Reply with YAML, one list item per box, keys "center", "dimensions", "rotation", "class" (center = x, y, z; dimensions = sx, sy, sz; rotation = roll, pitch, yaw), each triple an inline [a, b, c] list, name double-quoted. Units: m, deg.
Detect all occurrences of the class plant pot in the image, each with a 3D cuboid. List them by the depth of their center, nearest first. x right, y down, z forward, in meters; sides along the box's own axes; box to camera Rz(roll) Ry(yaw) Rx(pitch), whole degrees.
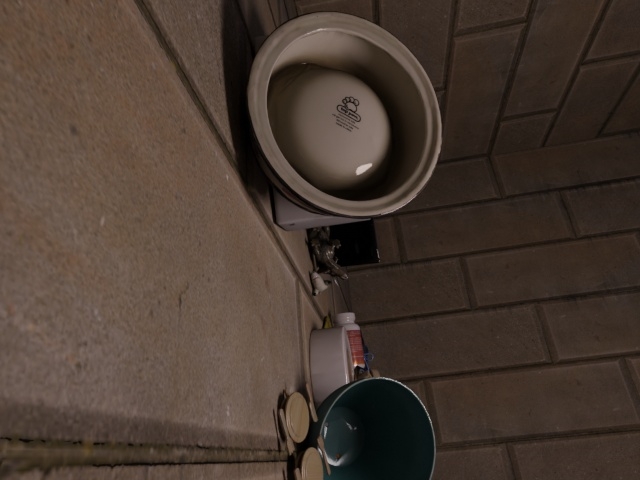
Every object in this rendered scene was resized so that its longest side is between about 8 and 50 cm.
- center: [0.086, 0.462, 1.023]
  dimensions: [0.195, 0.290, 0.290]
  rotation: [150, -65, -62]
  class: "plant pot"

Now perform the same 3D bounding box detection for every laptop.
- center: [0.077, -0.099, 1.706]
  dimensions: [0.236, 0.408, 0.382]
  rotation: [-10, 91, -52]
  class: "laptop"

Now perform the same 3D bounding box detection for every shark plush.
- center: [0.000, 0.139, 1.505]
  dimensions: [0.067, 0.073, 0.161]
  rotation: [52, 6, 11]
  class: "shark plush"

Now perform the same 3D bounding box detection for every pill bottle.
- center: [0.104, 0.400, 1.758]
  dimensions: [0.121, 0.121, 0.216]
  rotation: [63, 19, -71]
  class: "pill bottle"

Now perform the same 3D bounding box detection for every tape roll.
- center: [0.042, 0.398, 1.307]
  dimensions: [0.286, 0.100, 0.286]
  rotation: [-8, 90, -84]
  class: "tape roll"

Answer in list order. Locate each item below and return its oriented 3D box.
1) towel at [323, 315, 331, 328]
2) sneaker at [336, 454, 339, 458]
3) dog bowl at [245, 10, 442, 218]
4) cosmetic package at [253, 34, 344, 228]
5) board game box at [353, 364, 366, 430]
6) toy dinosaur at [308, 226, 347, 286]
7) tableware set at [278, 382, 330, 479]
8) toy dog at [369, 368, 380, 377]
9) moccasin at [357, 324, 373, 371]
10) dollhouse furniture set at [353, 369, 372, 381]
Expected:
- center: [0.022, 0.351, 1.571]
  dimensions: [0.237, 0.021, 0.102]
  rotation: [-59, 134, -79]
  class: "towel"
- center: [0.087, 0.678, 1.275]
  dimensions: [0.131, 0.112, 0.296]
  rotation: [-83, 164, -70]
  class: "sneaker"
- center: [0.036, -0.231, 0.903]
  dimensions: [0.150, 0.408, 0.408]
  rotation: [158, -75, -68]
  class: "dog bowl"
- center: [-0.013, -0.266, 1.094]
  dimensions: [0.161, 0.230, 0.453]
  rotation: [59, 24, -84]
  class: "cosmetic package"
- center: [0.104, 0.553, 1.483]
  dimensions: [0.165, 0.042, 0.243]
  rotation: [-61, -173, 17]
  class: "board game box"
- center: [0.000, 0.000, 1.549]
  dimensions: [0.160, 0.121, 0.313]
  rotation: [108, -34, -59]
  class: "toy dinosaur"
- center: [-0.042, 0.382, 0.829]
  dimensions: [0.128, 0.039, 0.194]
  rotation: [-14, 90, -68]
  class: "tableware set"
- center: [0.179, 0.706, 1.883]
  dimensions: [0.333, 0.220, 0.161]
  rotation: [-81, -166, -48]
  class: "toy dog"
- center: [0.141, 0.477, 1.904]
  dimensions: [0.117, 0.138, 0.342]
  rotation: [-56, -158, 18]
  class: "moccasin"
- center: [0.128, 0.487, 1.240]
  dimensions: [0.161, 0.101, 0.182]
  rotation: [58, 11, -9]
  class: "dollhouse furniture set"
